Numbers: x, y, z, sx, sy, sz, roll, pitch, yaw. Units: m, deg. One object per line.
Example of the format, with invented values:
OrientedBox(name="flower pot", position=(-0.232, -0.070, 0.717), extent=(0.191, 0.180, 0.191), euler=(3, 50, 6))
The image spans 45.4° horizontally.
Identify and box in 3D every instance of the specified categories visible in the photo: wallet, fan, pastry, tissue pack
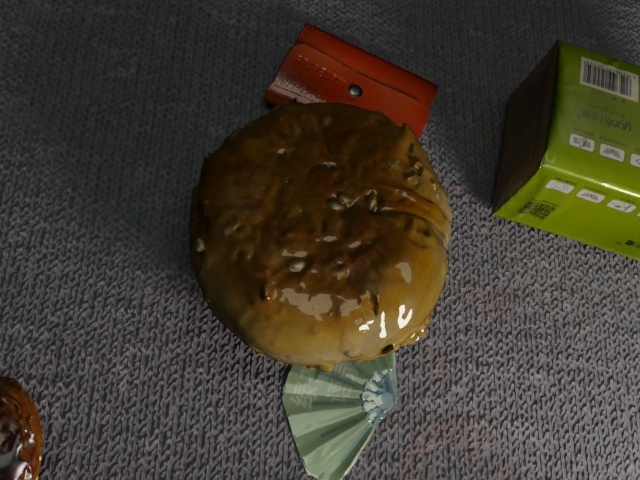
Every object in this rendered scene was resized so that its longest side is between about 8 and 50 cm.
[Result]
OrientedBox(name="wallet", position=(0.044, -0.195, 1.009), extent=(0.204, 0.045, 0.142), euler=(26, 64, -1))
OrientedBox(name="fan", position=(0.027, 0.164, 0.874), extent=(0.131, 0.009, 0.240), euler=(19, 65, -2))
OrientedBox(name="pastry", position=(0.000, 0.000, 0.838), extent=(0.285, 0.184, 0.315), euler=(0, 57, -3))
OrientedBox(name="tissue pack", position=(0.385, -0.102, 0.980), extent=(0.275, 0.167, 0.200), euler=(17, 66, -6))

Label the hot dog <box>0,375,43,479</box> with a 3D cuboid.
OrientedBox(name="hot dog", position=(-0.372, 0.214, 0.710), extent=(0.227, 0.099, 0.160), euler=(-14, 71, -17))
